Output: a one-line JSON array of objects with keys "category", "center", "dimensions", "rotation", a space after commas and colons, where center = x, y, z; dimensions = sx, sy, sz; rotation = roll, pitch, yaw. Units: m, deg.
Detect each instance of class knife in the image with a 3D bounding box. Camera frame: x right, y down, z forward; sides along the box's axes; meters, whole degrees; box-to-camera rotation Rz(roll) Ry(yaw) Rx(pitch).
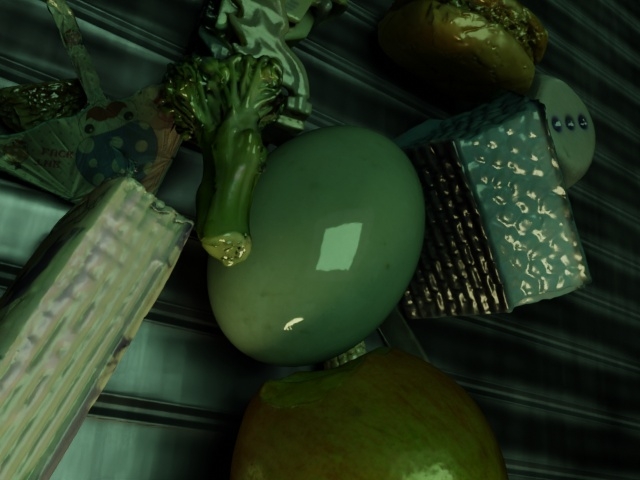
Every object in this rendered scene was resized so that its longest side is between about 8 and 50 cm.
[{"category": "knife", "center": [0.170, 0.223, 1.171], "dimensions": [0.072, 0.019, 0.245], "rotation": [-32, 95, -40]}]

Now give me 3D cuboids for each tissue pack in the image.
[{"category": "tissue pack", "center": [-0.291, 0.106, 0.714], "dimensions": [0.125, 0.242, 0.343], "rotation": [39, 57, -21]}]

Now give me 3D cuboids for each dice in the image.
[{"category": "dice", "center": [0.432, -0.209, 1.382], "dimensions": [0.193, 0.194, 0.192], "rotation": [41, 57, -23]}]

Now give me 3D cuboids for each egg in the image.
[{"category": "egg", "center": [0.000, 0.000, 0.941], "dimensions": [0.276, 0.276, 0.389], "rotation": [46, 58, -17]}]

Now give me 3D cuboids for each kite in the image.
[{"category": "kite", "center": [-0.273, -0.154, 0.855], "dimensions": [0.335, 0.011, 0.314], "rotation": [-31, 127, -31]}]

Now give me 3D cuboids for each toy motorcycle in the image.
[{"category": "toy motorcycle", "center": [-0.092, -0.320, 1.037], "dimensions": [0.237, 0.169, 0.410], "rotation": [23, 74, -21]}]

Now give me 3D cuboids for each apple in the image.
[{"category": "apple", "center": [0.065, 0.300, 0.811], "dimensions": [0.339, 0.339, 0.339], "rotation": [11, 70, -34]}]

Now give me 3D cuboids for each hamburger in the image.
[{"category": "hamburger", "center": [0.267, -0.368, 1.268], "dimensions": [0.319, 0.318, 0.158], "rotation": [25, 87, -29]}]

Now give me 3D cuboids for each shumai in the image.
[{"category": "shumai", "center": [-0.346, -0.157, 0.851], "dimensions": [0.124, 0.099, 0.087], "rotation": [-16, 106, -24]}]

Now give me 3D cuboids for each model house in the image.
[{"category": "model house", "center": [0.236, -0.034, 1.168], "dimensions": [0.297, 0.339, 0.360], "rotation": [-92, 161, -71]}]

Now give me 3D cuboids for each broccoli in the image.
[{"category": "broccoli", "center": [-0.117, -0.102, 0.821], "dimensions": [0.165, 0.145, 0.304], "rotation": [5, 51, -14]}]

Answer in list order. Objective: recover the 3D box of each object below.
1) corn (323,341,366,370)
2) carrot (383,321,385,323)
[{"category": "corn", "center": [0.043, 0.222, 1.039], "dimensions": [0.087, 0.087, 0.211], "rotation": [-8, 78, -38]}, {"category": "carrot", "center": [0.078, 0.073, 1.127], "dimensions": [0.048, 0.048, 0.139], "rotation": [4, 73, -36]}]
